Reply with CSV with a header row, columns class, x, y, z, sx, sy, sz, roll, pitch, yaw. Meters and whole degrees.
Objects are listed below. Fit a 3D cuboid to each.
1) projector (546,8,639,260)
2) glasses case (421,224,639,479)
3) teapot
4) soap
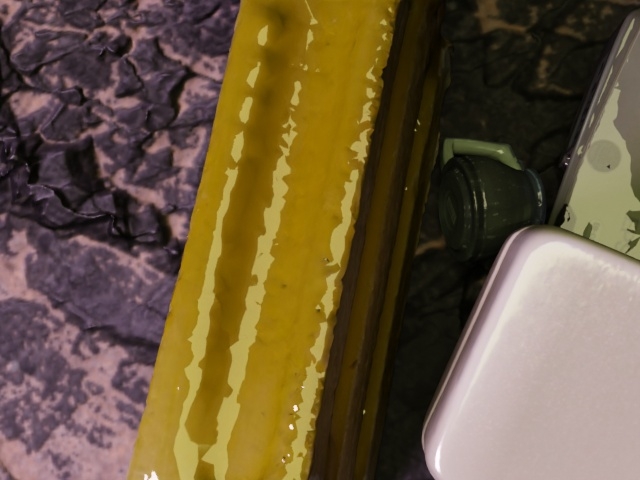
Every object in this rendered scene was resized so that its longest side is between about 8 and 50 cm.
class,x,y,z,sx,sy,sz,roll,pitch,yaw
projector,0.216,0.024,0.435,0.193,0.088,0.270,18,90,8
glasses case,0.210,0.109,0.355,0.312,0.070,0.131,24,95,7
teapot,0.105,-0.030,0.492,0.057,0.066,0.088,-4,55,-10
soap,0.000,0.000,0.433,0.091,0.199,0.315,10,84,17
